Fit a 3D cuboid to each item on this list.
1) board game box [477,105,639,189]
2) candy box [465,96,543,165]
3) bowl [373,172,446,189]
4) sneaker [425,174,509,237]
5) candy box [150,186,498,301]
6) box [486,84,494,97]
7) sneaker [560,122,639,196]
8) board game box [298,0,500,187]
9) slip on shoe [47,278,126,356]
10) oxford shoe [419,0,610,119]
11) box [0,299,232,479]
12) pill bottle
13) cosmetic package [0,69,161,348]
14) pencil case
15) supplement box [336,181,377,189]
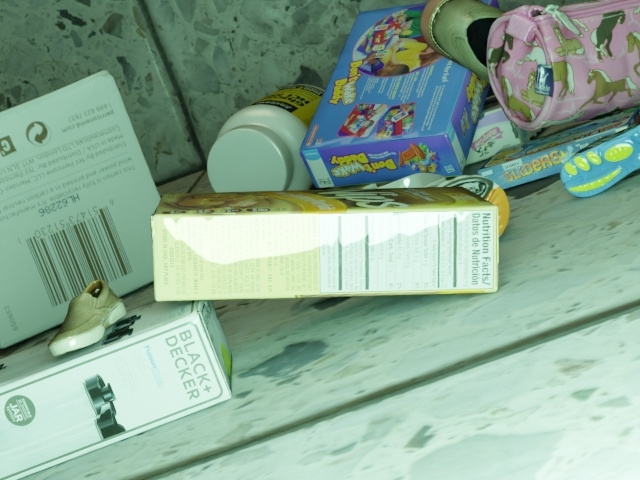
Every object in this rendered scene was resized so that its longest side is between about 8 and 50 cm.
[{"bbox_3d":[0.316,-0.117,1.745,0.201,0.035,0.136,-17,9,23],"label":"board game box"},{"bbox_3d":[0.255,-0.174,2.096,0.165,0.070,0.196,-17,10,27],"label":"candy box"},{"bbox_3d":[0.091,-0.037,1.717,0.142,0.053,0.142,-21,9,-11],"label":"bowl"},{"bbox_3d":[0.078,-0.005,1.483,0.262,0.099,0.121,-12,2,6],"label":"sneaker"},{"bbox_3d":[0.000,0.000,1.301,0.317,0.087,0.183,-2,9,-4],"label":"candy box"},{"bbox_3d":[0.219,-0.306,2.348,0.318,0.097,0.395,-20,15,-6],"label":"box"},{"bbox_3d":[0.355,-0.105,1.486,0.188,0.067,0.078,-20,15,22],"label":"sneaker"},{"bbox_3d":[0.131,-0.231,2.038,0.233,0.078,0.347,-3,43,26],"label":"board game box"},{"bbox_3d":[-0.219,0.070,1.244,0.051,0.041,0.135,-18,9,18],"label":"slip on shoe"},{"bbox_3d":[0.305,-0.241,1.907,0.348,0.123,0.130,17,14,-25],"label":"oxford shoe"},{"bbox_3d":[-0.231,0.141,1.273,0.290,0.087,0.169,-21,9,-2],"label":"box"},{"bbox_3d":[-0.075,-0.161,2.377,0.188,0.188,0.334,-17,10,21],"label":"pill bottle"},{"bbox_3d":[-0.481,-0.037,2.114,0.329,0.327,0.394,-26,10,-31],"label":"cosmetic package"},{"bbox_3d":[0.419,-0.257,1.786,0.386,0.160,0.167,-13,-5,-19],"label":"pencil case"},{"bbox_3d":[0.039,-0.057,2.000,0.062,0.036,0.098,-26,11,-28],"label":"supplement box"}]
